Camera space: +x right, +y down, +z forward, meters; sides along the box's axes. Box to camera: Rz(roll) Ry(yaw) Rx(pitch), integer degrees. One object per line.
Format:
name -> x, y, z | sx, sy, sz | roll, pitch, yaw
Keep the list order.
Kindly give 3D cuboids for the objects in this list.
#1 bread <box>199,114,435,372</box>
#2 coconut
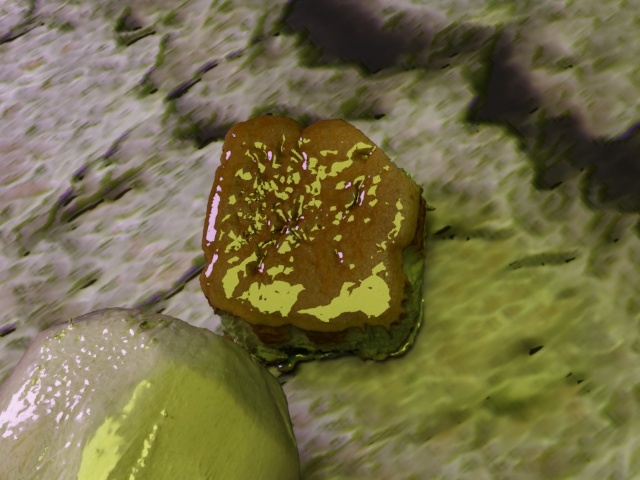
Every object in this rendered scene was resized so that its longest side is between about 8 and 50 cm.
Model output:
bread -> 0.000, 0.000, 0.791 | 0.127, 0.069, 0.140 | 0, 62, 11
coconut -> -0.096, 0.124, 0.692 | 0.161, 0.161, 0.162 | 13, 64, 18
